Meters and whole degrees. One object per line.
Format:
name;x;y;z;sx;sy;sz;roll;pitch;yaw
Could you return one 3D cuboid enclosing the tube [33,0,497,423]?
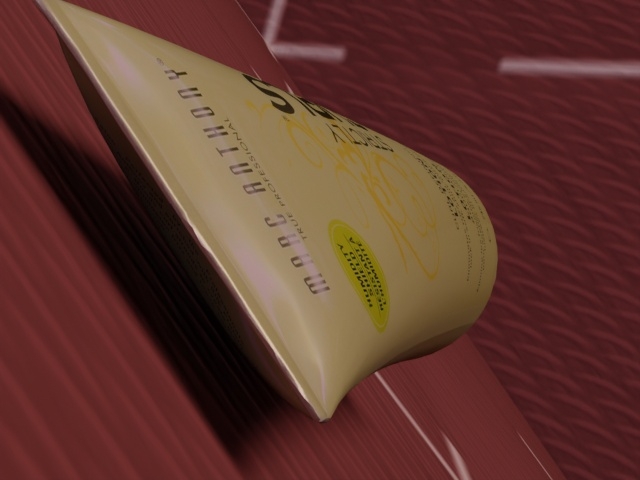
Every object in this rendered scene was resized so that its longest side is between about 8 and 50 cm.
tube;0.000;0.000;0.458;0.070;0.062;0.240;14;0;13
